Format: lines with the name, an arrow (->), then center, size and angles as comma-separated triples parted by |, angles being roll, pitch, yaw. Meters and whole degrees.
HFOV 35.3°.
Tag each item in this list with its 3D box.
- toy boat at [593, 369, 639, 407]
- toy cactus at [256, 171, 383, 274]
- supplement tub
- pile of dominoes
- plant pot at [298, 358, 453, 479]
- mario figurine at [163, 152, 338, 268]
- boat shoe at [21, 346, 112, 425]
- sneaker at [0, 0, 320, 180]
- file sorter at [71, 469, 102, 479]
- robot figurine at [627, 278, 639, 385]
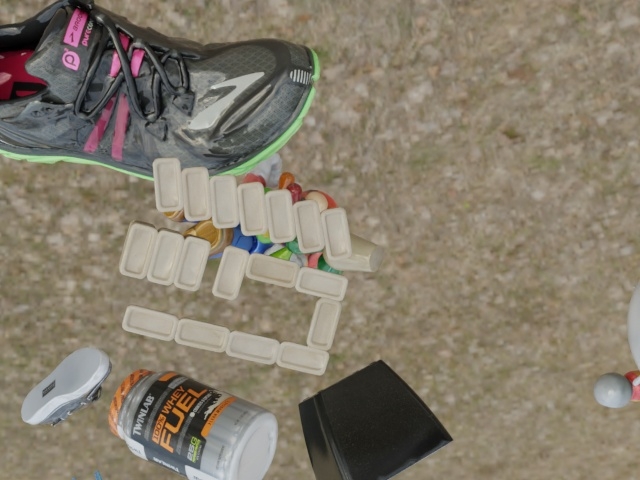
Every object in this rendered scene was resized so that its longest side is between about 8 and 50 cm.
toy boat -> 0.606, 0.214, 1.715 | 0.148, 0.267, 0.318 | -6, 157, -25
toy cactus -> 0.000, 0.000, 1.281 | 0.181, 0.112, 0.219 | 14, 145, 32
supplement tub -> -0.262, 0.385, 2.054 | 0.316, 0.193, 0.193 | 17, 158, 24
pile of dominoes -> -0.092, 0.028, 1.118 | 0.251, 0.195, 0.040 | 15, -176, -13
plant pot -> 0.067, 0.297, 1.602 | 0.187, 0.167, 0.188 | -26, 173, -19
mario figurine -> -0.069, -0.043, 1.460 | 0.170, 0.198, 0.321 | 0, 177, 33
boat shoe -> -0.402, 0.249, 1.654 | 0.076, 0.080, 0.228 | 26, 129, -37
sneaker -> -0.241, -0.181, 1.193 | 0.483, 0.185, 0.202 | 0, 159, 12
file sorter -> -0.427, 0.445, 1.626 | 0.170, 0.104, 0.118 | -12, 172, -18
robot figurine -> 0.495, 0.092, 1.124 | 0.200, 0.299, 0.353 | 27, 156, -29
